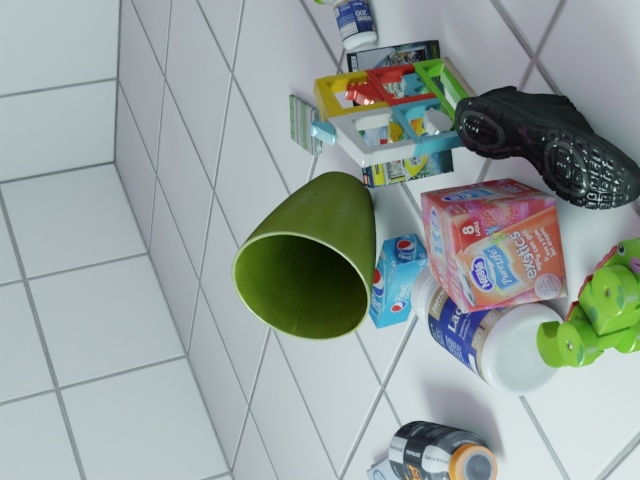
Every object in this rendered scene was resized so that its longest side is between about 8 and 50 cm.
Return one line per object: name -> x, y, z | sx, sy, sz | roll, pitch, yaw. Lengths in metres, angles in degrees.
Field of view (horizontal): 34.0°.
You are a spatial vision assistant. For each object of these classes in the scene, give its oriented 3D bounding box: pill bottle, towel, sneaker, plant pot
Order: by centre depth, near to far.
sneaker -> 0.329, -0.146, 1.446 | 0.286, 0.130, 0.109 | 34, 140, 29
pill bottle -> 0.263, 0.129, 1.695 | 0.264, 0.153, 0.153 | -143, 44, -58
pill bottle -> 0.234, 0.412, 1.961 | 0.245, 0.130, 0.130 | 170, 88, -69
pill bottle -> 0.069, -0.403, 1.996 | 0.067, 0.067, 0.120 | 149, 107, -68
plant pot -> 0.000, 0.000, 2.086 | 0.293, 0.274, 0.275 | -67, -11, -47
towel -> -0.035, -0.266, 2.405 | 0.152, 0.023, 0.113 | -136, 41, -58

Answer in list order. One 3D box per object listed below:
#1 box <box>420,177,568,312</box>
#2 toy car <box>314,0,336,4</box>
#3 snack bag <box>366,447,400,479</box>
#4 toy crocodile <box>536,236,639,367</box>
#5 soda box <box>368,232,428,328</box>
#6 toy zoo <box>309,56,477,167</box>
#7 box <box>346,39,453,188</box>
box -> 0.246, -0.001, 1.544 | 0.300, 0.154, 0.142 | -100, 0, -81
toy car -> -0.020, -0.546, 2.043 | 0.159, 0.136, 0.182 | -127, 32, -46
snack bag -> 0.211, 0.600, 2.254 | 0.342, 0.037, 0.323 | 121, 132, -61
toy crocodile -> 0.391, 0.077, 1.396 | 0.340, 0.115, 0.105 | 108, 144, -53
soda box -> 0.148, 0.082, 2.067 | 0.210, 0.071, 0.067 | 103, 147, -48
toy zoo -> 0.118, -0.206, 1.677 | 0.030, 0.293, 0.192 | 101, 149, -46
box -> 0.138, -0.218, 1.802 | 0.044, 0.159, 0.233 | -162, 62, -65
